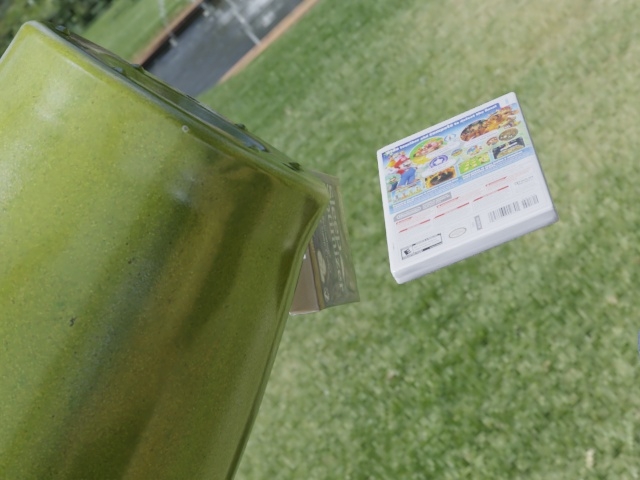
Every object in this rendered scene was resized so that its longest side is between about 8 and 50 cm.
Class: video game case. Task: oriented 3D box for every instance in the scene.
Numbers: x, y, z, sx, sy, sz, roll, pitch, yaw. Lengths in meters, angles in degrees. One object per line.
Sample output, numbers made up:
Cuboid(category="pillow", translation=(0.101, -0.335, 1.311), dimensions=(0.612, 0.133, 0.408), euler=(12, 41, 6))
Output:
Cuboid(category="video game case", translation=(0.075, -0.031, 0.625), dimensions=(0.087, 0.011, 0.122), euler=(-23, 32, 14))

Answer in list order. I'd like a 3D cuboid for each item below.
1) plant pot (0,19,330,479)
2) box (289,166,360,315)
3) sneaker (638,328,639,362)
Cuboid(category="plant pot", translation=(-0.179, 0.053, 0.810), dimensions=(0.353, 0.366, 0.366), euler=(-60, 16, 5))
Cuboid(category="box", translation=(0.000, 0.000, 1.169), dimensions=(0.036, 0.136, 0.225), euler=(-10, -2, 11))
Cuboid(category="sneaker", translation=(0.458, 0.140, 1.213), dimensions=(0.210, 0.137, 0.366), euler=(-3, -11, 4))
